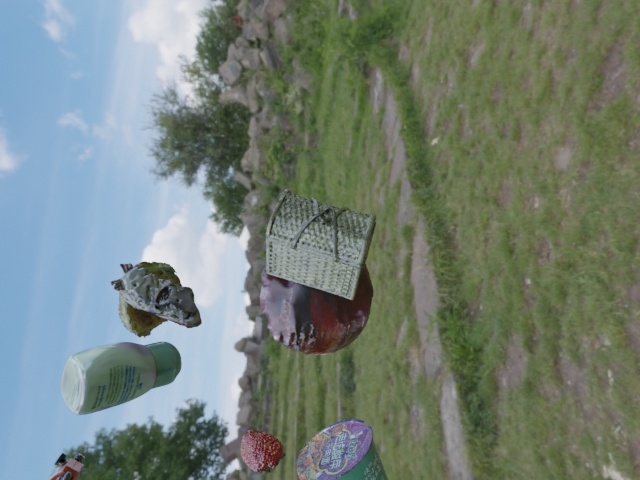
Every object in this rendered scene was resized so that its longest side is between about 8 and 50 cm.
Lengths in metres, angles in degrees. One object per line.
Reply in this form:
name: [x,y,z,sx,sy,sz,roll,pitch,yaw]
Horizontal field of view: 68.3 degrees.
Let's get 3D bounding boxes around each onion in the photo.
onion: [0.004,0.139,1.112,0.146,0.280,0.314,9,99,52]

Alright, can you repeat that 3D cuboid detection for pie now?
pie: [-0.743,0.257,2.060,0.288,0.103,0.354,-32,-51,-45]

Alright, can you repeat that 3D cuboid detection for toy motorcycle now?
toy motorcycle: [-0.744,0.704,1.335,0.171,0.089,0.298,-65,11,-19]

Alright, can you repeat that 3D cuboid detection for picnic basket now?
picnic basket: [0.000,0.000,0.947,0.154,0.196,0.134,98,-167,-49]

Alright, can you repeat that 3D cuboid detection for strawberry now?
strawberry: [-0.199,0.698,1.572,0.131,0.148,0.131,-46,-8,-9]

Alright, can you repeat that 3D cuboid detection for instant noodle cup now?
instant noodle cup: [0.079,0.682,1.377,0.190,0.251,0.251,64,-176,-11]

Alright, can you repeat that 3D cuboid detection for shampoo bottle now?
shampoo bottle: [-0.600,0.410,1.477,0.350,0.151,0.221,-2,-62,-50]

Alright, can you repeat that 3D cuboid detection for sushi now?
sushi: [-0.556,0.194,1.638,0.130,0.332,0.124,120,170,-48]
